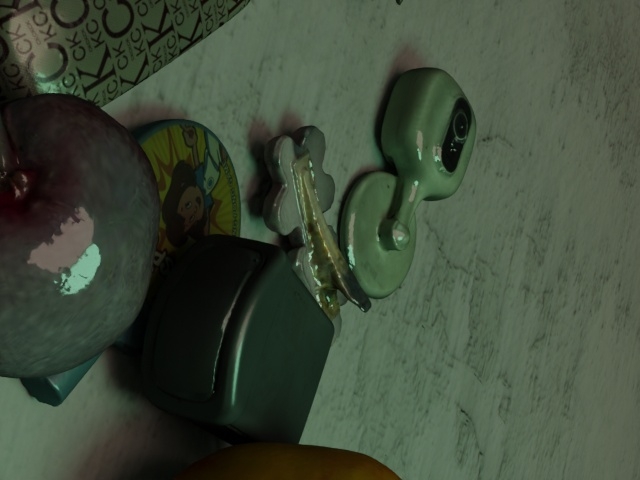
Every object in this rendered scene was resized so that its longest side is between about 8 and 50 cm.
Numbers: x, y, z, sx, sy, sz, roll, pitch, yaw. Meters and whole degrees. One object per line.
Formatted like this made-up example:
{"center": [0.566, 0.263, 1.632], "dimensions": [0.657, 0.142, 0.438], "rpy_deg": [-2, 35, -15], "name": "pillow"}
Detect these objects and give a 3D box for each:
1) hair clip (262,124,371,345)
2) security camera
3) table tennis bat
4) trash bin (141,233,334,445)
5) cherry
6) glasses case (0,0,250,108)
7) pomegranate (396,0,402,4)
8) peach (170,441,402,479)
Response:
{"center": [-0.007, 0.000, 1.374], "dimensions": [0.146, 0.075, 0.257], "rpy_deg": [-40, 117, -51], "name": "hair clip"}
{"center": [0.112, -0.068, 1.542], "dimensions": [0.157, 0.080, 0.301], "rpy_deg": [48, 55, -46], "name": "security camera"}
{"center": [-0.165, 0.023, 1.159], "dimensions": [0.329, 0.044, 0.215], "rpy_deg": [-56, 139, -41], "name": "table tennis bat"}
{"center": [-0.075, 0.104, 1.205], "dimensions": [0.236, 0.101, 0.176], "rpy_deg": [54, 49, -60], "name": "trash bin"}
{"center": [-0.218, -0.002, 0.947], "dimensions": [0.213, 0.184, 0.266], "rpy_deg": [-53, 144, -23], "name": "cherry"}
{"center": [-0.167, -0.220, 1.103], "dimensions": [0.354, 0.085, 0.137], "rpy_deg": [-46, 126, -46], "name": "glasses case"}
{"center": [0.087, -0.373, 1.445], "dimensions": [0.152, 0.131, 0.191], "rpy_deg": [-44, 134, -50], "name": "pomegranate"}
{"center": [-0.029, 0.331, 1.174], "dimensions": [0.308, 0.289, 0.288], "rpy_deg": [53, 42, -83], "name": "peach"}
